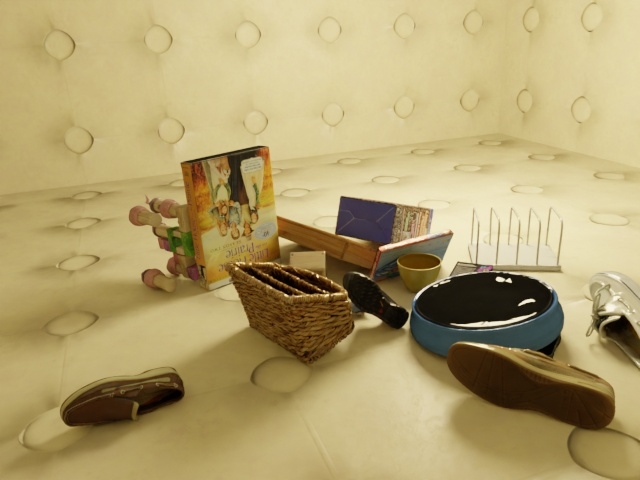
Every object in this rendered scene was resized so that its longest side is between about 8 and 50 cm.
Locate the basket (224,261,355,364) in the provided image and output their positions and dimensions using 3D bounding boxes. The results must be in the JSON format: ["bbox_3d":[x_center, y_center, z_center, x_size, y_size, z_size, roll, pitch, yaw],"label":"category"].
[{"bbox_3d":[-0.067,0.137,1.476,0.214,0.222,0.299,-34,33,-27],"label":"basket"}]

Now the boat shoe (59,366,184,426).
[{"bbox_3d":[-0.419,0.346,1.218,0.258,0.095,0.095,-15,30,-30],"label":"boat shoe"}]

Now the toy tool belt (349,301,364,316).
[{"bbox_3d":[0.104,0.191,1.606,0.084,0.052,0.051,-13,15,-22],"label":"toy tool belt"}]

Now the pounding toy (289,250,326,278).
[{"bbox_3d":[-0.047,0.096,1.783,0.130,0.141,0.100,-2,49,2],"label":"pounding toy"}]

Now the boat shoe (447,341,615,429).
[{"bbox_3d":[0.445,0.296,1.212,0.342,0.121,0.110,19,24,23],"label":"boat shoe"}]

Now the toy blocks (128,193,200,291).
[{"bbox_3d":[-0.483,-0.012,1.901,0.309,0.288,0.260,-23,24,-39],"label":"toy blocks"}]

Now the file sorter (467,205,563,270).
[{"bbox_3d":[0.651,-0.015,1.902,0.278,0.172,0.193,0,21,9],"label":"file sorter"}]

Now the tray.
[{"bbox_3d":[0.000,0.000,1.963,0.411,0.076,0.203,18,-1,45],"label":"tray"}]

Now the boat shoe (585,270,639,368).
[{"bbox_3d":[0.737,0.201,1.412,0.157,0.135,0.367,-7,31,-2],"label":"boat shoe"}]

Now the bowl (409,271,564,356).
[{"bbox_3d":[0.426,0.181,1.479,0.392,0.077,0.391,-10,17,3],"label":"bowl"}]

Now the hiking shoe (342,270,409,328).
[{"bbox_3d":[0.133,0.159,1.532,0.086,0.227,0.114,-52,22,-6],"label":"hiking shoe"}]

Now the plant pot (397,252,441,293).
[{"bbox_3d":[0.302,0.107,1.736,0.135,0.095,0.134,-2,21,1],"label":"plant pot"}]

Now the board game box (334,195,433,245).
[{"bbox_3d":[0.232,-0.068,2.023,0.232,0.140,0.291,12,7,34],"label":"board game box"}]

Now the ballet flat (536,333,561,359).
[{"bbox_3d":[0.542,0.259,1.368,0.058,0.049,0.173,12,25,30],"label":"ballet flat"}]

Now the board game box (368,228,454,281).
[{"bbox_3d":[0.293,0.050,1.823,0.282,0.145,0.027,-13,47,-25],"label":"board game box"}]

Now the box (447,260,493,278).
[{"bbox_3d":[0.476,0.113,1.790,0.116,0.029,0.162,8,25,24],"label":"box"}]

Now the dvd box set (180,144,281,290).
[{"bbox_3d":[-0.281,-0.078,1.846,0.308,0.419,0.062,-19,24,-38],"label":"dvd box set"}]
